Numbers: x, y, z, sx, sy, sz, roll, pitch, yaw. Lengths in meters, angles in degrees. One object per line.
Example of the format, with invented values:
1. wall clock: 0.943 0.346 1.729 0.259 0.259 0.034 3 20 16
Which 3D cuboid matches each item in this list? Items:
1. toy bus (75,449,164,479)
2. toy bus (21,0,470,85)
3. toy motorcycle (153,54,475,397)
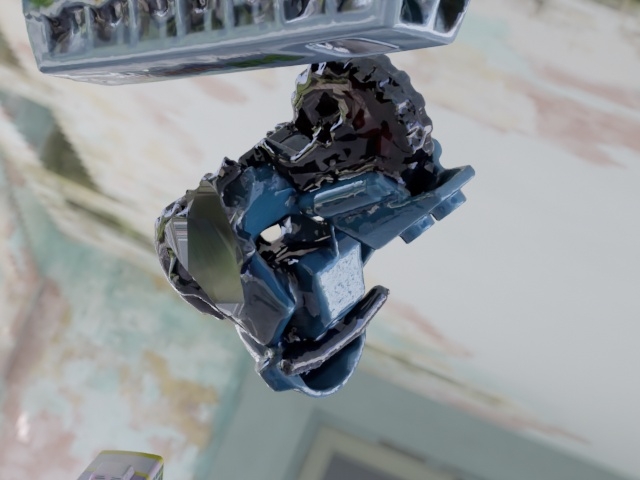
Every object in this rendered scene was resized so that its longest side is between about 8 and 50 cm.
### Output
1. toy bus: -0.129 0.168 1.071 0.052 0.058 0.102 4 6 4
2. toy bus: -0.049 -0.178 1.075 0.329 0.136 0.109 -3 -7 38
3. toy motorcycle: 0.000 0.000 1.471 0.232 0.172 0.416 52 -39 2
